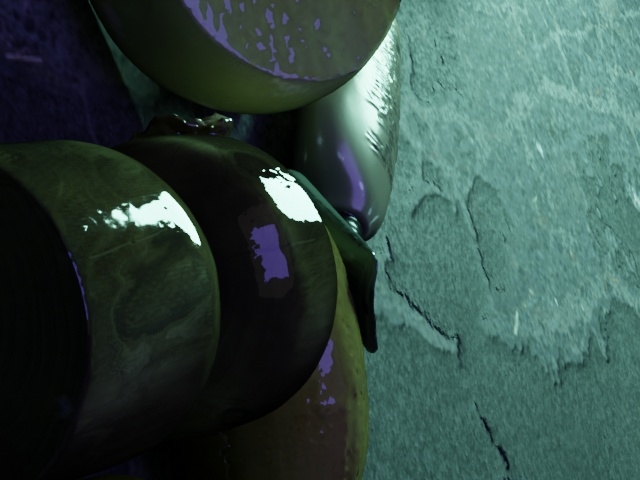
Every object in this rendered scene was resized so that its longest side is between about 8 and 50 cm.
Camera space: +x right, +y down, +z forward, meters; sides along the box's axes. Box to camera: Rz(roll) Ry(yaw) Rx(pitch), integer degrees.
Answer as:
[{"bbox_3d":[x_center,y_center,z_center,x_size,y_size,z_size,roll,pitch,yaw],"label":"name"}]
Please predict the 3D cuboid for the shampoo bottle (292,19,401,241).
[{"bbox_3d":[0.022,-0.083,1.437,0.256,0.078,0.127,-84,161,-44],"label":"shampoo bottle"}]

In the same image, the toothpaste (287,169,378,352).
[{"bbox_3d":[0.000,0.000,1.263,0.255,0.037,0.067,-128,-143,-63],"label":"toothpaste"}]

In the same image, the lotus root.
[{"bbox_3d":[-0.038,0.064,1.152,0.131,0.146,0.303,-12,86,-22],"label":"lotus root"}]

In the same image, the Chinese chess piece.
[{"bbox_3d":[-0.056,-0.212,1.270,0.251,0.097,0.250,10,74,-40],"label":"Chinese chess piece"}]

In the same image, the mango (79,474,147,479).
[{"bbox_3d":[-0.120,0.217,0.895,0.293,0.143,0.175,-64,158,-67],"label":"mango"}]

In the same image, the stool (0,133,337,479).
[{"bbox_3d":[-0.126,0.033,0.963,0.264,0.179,0.179,-9,81,-64],"label":"stool"}]
